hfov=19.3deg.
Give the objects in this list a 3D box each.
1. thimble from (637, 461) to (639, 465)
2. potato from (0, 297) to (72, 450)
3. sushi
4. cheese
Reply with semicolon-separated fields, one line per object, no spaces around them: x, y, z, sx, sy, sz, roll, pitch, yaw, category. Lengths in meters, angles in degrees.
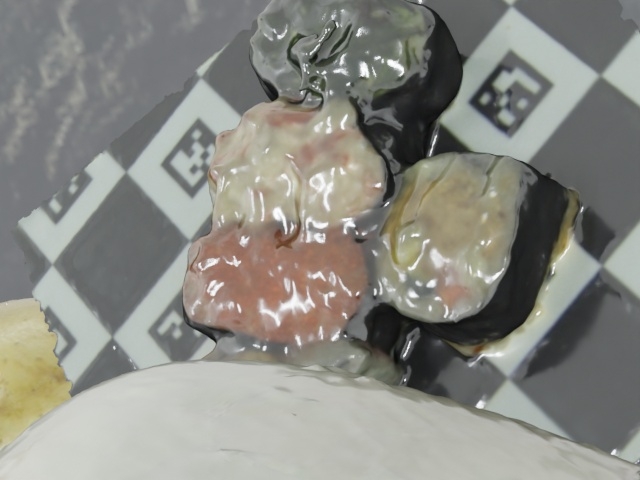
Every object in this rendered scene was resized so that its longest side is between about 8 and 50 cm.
0.216;0.155;1.212;0.150;0.150;0.098;-29;57;-14;thimble
-0.260;0.149;1.632;0.242;0.285;0.242;1;83;-10;potato
0.000;0.000;0.836;0.339;0.069;0.320;-38;55;17;sushi
-0.009;0.121;0.434;0.189;0.154;0.198;19;66;7;cheese
